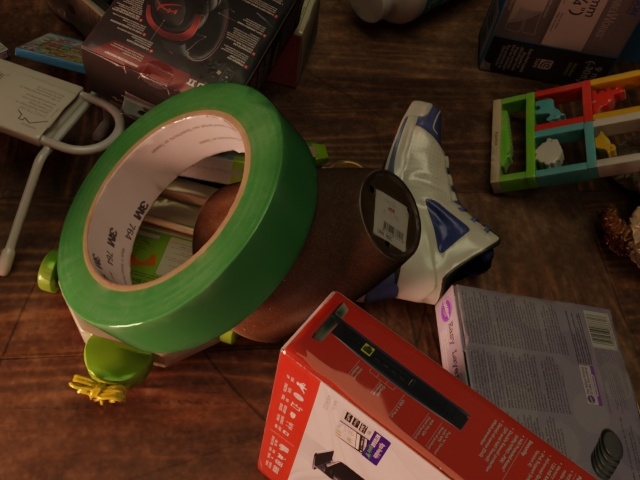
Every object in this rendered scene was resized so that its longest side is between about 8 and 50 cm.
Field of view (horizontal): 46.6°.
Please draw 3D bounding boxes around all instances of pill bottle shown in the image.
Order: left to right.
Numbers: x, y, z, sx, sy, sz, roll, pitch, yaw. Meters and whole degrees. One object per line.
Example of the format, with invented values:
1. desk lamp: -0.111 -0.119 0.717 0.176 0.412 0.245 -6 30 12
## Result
1. pill bottle: 0.175 -0.488 1.351 0.264 0.146 0.146 -34 67 -26

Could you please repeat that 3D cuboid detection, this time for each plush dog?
1. plush dog: 0.548 -0.042 1.104 0.262 0.210 0.225 26 84 11

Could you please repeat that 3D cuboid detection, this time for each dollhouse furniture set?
1. dollhouse furniture set: -0.019 -0.092 1.105 0.058 0.076 0.152 -4 47 -14

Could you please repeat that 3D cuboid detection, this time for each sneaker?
1. sneaker: -0.358 -0.399 1.237 0.118 0.083 0.222 -33 54 -27
2. sneaker: 0.165 -0.031 1.073 0.182 0.127 0.316 16 63 -2

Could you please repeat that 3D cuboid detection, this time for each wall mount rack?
1. wall mount rack: -0.461 -0.134 1.044 0.350 0.130 0.304 20 53 6

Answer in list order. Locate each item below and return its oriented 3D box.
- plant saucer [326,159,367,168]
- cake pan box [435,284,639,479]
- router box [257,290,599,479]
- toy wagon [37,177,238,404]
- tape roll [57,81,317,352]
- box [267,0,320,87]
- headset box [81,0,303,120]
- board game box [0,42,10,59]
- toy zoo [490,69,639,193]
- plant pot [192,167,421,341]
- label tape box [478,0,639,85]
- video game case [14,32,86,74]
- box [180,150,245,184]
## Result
1. plant saucer: 0.044 -0.097 1.152 0.083 0.015 0.083 4 56 -6
2. cake pan box: 0.277 0.188 0.939 0.245 0.070 0.267 9 55 -19
3. router box: 0.086 0.240 0.741 0.301 0.335 0.082 35 58 15
4. toy wagon: -0.226 0.061 0.978 0.267 0.068 0.344 16 56 3
5. tape roll: -0.158 -0.033 0.858 0.321 0.077 0.321 -18 51 24
6. box: -0.126 -0.373 1.243 0.232 0.127 0.149 15 58 2
7. headset box: -0.179 -0.280 1.050 0.218 0.110 0.293 25 66 1
8. board game box: -0.567 -0.306 1.199 0.090 0.020 0.090 41 61 17
9. toy zoo: 0.414 -0.174 1.155 0.293 0.030 0.192 -9 50 25
10. plant pot: 0.000 0.000 0.902 0.215 0.230 0.215 18 64 -42
11. label tape box: 0.466 -0.383 1.266 0.333 0.241 0.106 10 56 -1
12. video game case: -0.388 -0.291 1.158 0.119 0.015 0.166 13 21 -8
13. box: -0.159 -0.118 1.092 0.178 0.042 0.109 10 20 -1
